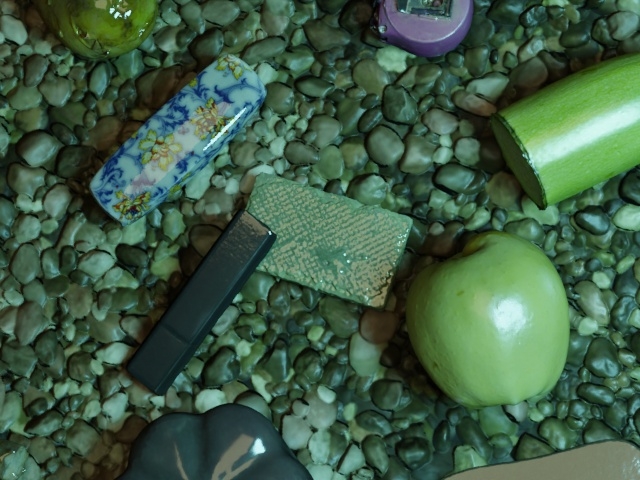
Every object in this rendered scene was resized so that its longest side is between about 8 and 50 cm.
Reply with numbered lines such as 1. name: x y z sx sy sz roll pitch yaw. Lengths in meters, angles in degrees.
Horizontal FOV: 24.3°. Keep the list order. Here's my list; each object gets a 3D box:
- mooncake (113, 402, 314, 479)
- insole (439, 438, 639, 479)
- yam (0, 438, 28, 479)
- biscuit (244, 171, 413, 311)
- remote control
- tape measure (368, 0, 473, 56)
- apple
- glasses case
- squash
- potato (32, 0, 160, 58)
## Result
1. mooncake: -0.119 0.306 1.676 0.244 0.133 0.245 -3 71 8
2. insole: 0.219 0.303 1.697 0.327 0.007 0.111 -19 78 2
3. yam: -0.467 0.245 1.762 0.241 0.057 0.057 9 80 7
4. biscuit: 0.000 0.000 1.767 0.199 0.040 0.121 17 82 10
5. remote control: -0.142 0.073 1.755 0.063 0.025 0.245 36 96 8
6. tape measure: 0.122 -0.284 1.793 0.125 0.074 0.118 5 80 10
7. apple: 0.187 0.088 1.657 0.200 0.200 0.200 -1 78 6
8. glasses case: -0.172 -0.121 1.797 0.248 0.065 0.087 -42 76 -4
9. squash: 0.333 -0.144 1.716 0.247 0.132 0.133 -26 77 -2
10. potato: -0.275 -0.294 1.818 0.137 0.137 0.176 -42 56 -3
